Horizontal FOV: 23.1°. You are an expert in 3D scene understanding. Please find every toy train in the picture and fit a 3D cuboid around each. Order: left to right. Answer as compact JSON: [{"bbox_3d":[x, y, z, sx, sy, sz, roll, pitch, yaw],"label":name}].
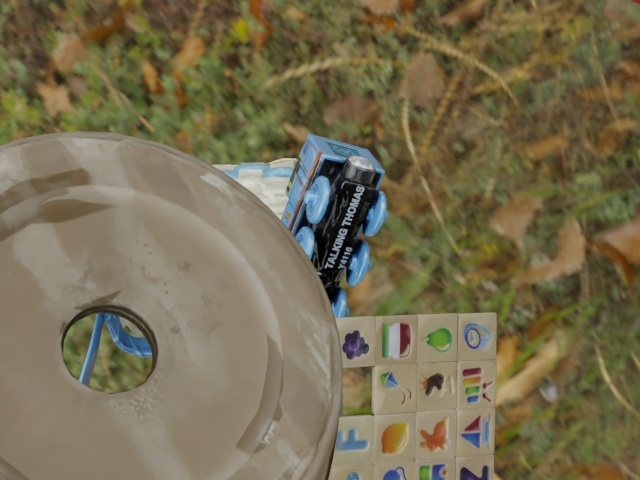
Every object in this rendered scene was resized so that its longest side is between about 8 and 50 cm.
[{"bbox_3d":[0.000,0.000,1.388,0.105,0.080,0.184,-117,44,-61],"label":"toy train"}]

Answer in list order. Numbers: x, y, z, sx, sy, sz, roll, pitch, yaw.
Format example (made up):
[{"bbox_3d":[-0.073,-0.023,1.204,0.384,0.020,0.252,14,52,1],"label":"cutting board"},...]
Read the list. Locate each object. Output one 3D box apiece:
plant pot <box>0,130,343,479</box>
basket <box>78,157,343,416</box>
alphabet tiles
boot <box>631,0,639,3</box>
[{"bbox_3d":[-0.124,0.101,0.710,0.323,0.280,0.323,9,62,-17],"label":"plant pot"},{"bbox_3d":[-0.097,0.068,1.528,0.254,0.201,0.289,1,51,6],"label":"basket"},{"bbox_3d":[0.058,0.178,1.257,0.009,0.198,0.237,6,95,60],"label":"alphabet tiles"},{"bbox_3d":[0.300,-0.356,1.419,0.138,0.377,0.284,-1,88,-2],"label":"boot"}]
